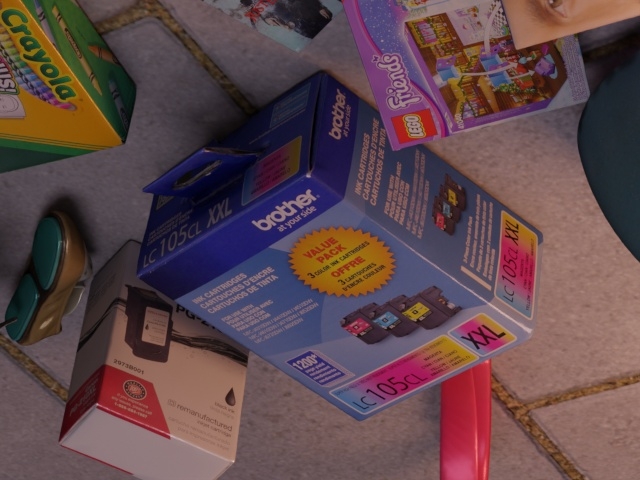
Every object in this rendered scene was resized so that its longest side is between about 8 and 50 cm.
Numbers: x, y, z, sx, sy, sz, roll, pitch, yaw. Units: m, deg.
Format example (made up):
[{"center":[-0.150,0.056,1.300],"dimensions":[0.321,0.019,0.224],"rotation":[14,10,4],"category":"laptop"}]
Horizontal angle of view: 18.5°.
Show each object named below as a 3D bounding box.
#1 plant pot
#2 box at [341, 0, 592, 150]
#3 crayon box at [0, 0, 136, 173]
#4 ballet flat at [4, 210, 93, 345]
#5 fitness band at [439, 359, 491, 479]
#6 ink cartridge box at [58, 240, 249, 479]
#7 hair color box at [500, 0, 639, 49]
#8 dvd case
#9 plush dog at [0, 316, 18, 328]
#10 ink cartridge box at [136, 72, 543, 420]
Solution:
[{"center":[0.400,-0.043,1.852],"dimensions":[0.290,0.195,0.290],"rotation":[-3,143,-2],"category":"plant pot"},{"center":[0.125,-0.221,1.803],"dimensions":[0.200,0.057,0.293],"rotation":[-14,137,7],"category":"box"},{"center":[-0.318,-0.193,1.915],"dimensions":[0.165,0.081,0.278],"rotation":[-12,137,22],"category":"crayon box"},{"center":[-0.296,0.037,2.213],"dimensions":[0.073,0.080,0.232],"rotation":[-6,151,-29],"category":"ballet flat"},{"center":[0.164,0.246,2.265],"dimensions":[0.054,0.209,0.291],"rotation":[2,140,8],"category":"fitness band"},{"center":[-0.176,0.140,2.173],"dimensions":[0.172,0.237,0.100],"rotation":[26,135,-20],"category":"ink cartridge box"},{"center":[0.297,-0.296,1.626],"dimensions":[0.338,0.110,0.185],"rotation":[-14,137,10],"category":"hair color box"},{"center":[-0.046,-0.232,1.878],"dimensions":[0.119,0.013,0.087],"rotation":[28,136,-22],"category":"dvd case"},{"center":[-0.474,0.038,2.170],"dimensions":[0.262,0.211,0.225],"rotation":[-8,119,26],"category":"plush dog"},{"center":[0.000,0.000,2.048],"dimensions":[0.395,0.151,0.270],"rotation":[36,133,-28],"category":"ink cartridge box"}]
